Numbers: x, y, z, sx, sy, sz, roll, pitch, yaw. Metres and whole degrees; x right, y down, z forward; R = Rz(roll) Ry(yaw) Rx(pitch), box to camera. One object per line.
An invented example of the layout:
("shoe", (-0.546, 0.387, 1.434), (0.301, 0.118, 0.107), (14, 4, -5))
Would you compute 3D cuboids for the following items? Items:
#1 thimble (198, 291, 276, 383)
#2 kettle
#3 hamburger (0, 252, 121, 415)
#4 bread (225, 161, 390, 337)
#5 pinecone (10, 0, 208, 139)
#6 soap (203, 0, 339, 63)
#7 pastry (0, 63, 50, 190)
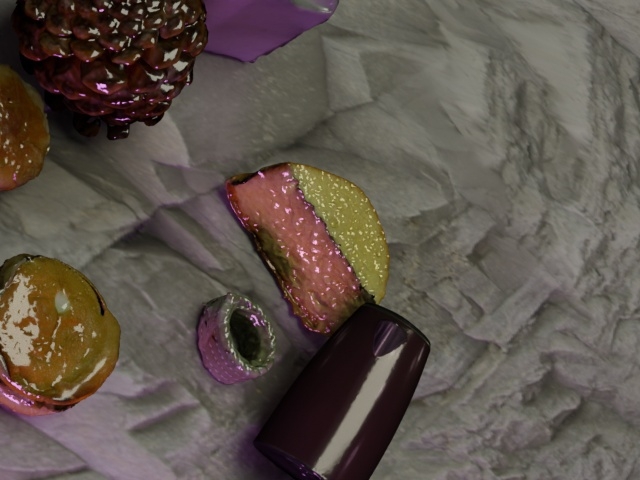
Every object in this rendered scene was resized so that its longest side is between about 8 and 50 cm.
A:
("thimble", (-0.105, 0.118, 1.889), (0.084, 0.062, 0.110), (-25, 92, -44))
("kettle", (0.042, 0.199, 1.903), (0.144, 0.202, 0.232), (32, 75, 12))
("hamburger", (-0.314, 0.104, 1.675), (0.185, 0.113, 0.177), (-15, 90, -37))
("bread", (0.001, -0.009, 1.994), (0.260, 0.129, 0.134), (56, 39, -13))
("pinecone", (-0.238, -0.243, 1.775), (0.224, 0.272, 0.224), (1, 68, -3))
("soap", (-0.163, -0.444, 1.951), (0.435, 0.213, 0.350), (32, 52, -30))
("pastry", (-0.370, -0.125, 1.723), (0.153, 0.081, 0.153), (22, 59, -41))
